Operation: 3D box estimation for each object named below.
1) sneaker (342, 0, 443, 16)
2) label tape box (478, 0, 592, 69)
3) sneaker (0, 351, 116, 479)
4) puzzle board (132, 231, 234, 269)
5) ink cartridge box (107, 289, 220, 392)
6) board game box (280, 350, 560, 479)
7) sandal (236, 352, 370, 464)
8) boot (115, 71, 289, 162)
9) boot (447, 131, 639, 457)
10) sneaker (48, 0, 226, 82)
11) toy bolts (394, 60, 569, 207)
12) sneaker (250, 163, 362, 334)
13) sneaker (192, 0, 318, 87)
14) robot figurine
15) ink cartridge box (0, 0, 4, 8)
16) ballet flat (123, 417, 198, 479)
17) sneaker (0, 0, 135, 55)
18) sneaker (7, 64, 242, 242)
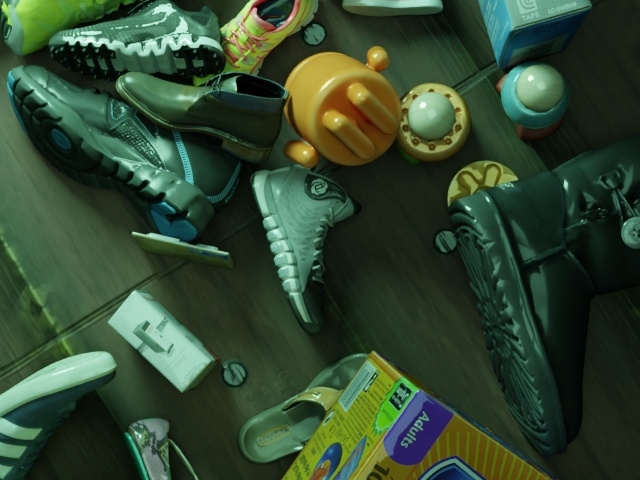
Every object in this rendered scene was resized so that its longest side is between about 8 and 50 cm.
[{"bbox_3d":[0.095,-0.339,1.799,0.134,0.051,0.070,-1,84,-1],"label":"sneaker"},{"bbox_3d":[0.231,-0.407,1.700,0.106,0.240,0.334,-17,86,2],"label":"label tape box"},{"bbox_3d":[-0.399,0.274,1.753,0.350,0.131,0.148,-29,92,6],"label":"sneaker"},{"bbox_3d":[-0.178,0.012,1.765,0.128,0.096,0.011,12,77,3],"label":"puzzle board"},{"bbox_3d":[-0.203,0.131,1.757,0.135,0.099,0.056,42,90,6],"label":"ink cartridge box"},{"bbox_3d":[0.125,0.390,1.571,0.356,0.356,0.356,36,89,-6],"label":"board game box"},{"bbox_3d":[-0.012,0.224,1.761,0.219,0.060,0.090,-26,85,1],"label":"sandal"},{"bbox_3d":[-0.146,-0.189,1.723,0.219,0.082,0.106,22,130,-12],"label":"boot"},{"bbox_3d":[0.426,0.039,1.722,0.445,0.146,0.367,-20,105,-11],"label":"boot"},{"bbox_3d":[-0.236,-0.268,1.765,0.234,0.078,0.106,1,57,5],"label":"sneaker"},{"bbox_3d":[0.226,-0.133,1.724,0.228,0.158,0.218,-30,85,1],"label":"toy bolts"},{"bbox_3d":[0.000,0.000,1.765,0.132,0.086,0.229,-18,85,-1],"label":"sneaker"},{"bbox_3d":[-0.094,-0.274,1.781,0.081,0.094,0.208,44,91,3],"label":"sneaker"},{"bbox_3d":[0.027,-0.172,1.720,0.128,0.219,0.158,0,108,-19],"label":"robot figurine"},{"bbox_3d":[-0.461,-0.448,1.807,0.172,0.100,0.237,-35,85,1],"label":"ink cartridge box"},{"bbox_3d":[-0.194,0.338,1.762,0.079,0.077,0.221,-15,85,-18],"label":"ballet flat"},{"bbox_3d":[-0.257,-0.368,1.772,0.384,0.145,0.147,-41,86,1],"label":"sneaker"},{"bbox_3d":[-0.262,-0.135,1.787,0.341,0.125,0.140,35,61,7],"label":"sneaker"}]
